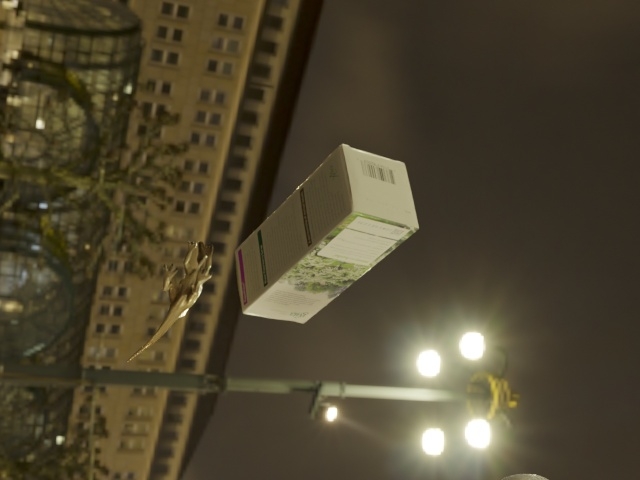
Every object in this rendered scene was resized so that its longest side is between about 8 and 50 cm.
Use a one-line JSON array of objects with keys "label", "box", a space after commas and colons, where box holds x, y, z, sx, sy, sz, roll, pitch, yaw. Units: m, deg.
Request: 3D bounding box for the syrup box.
[{"label": "syrup box", "box": [0.000, 0.000, 1.104, 0.237, 0.093, 0.096, -42, -134, 42]}]

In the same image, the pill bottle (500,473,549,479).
[{"label": "pill bottle", "box": [0.239, 0.364, 1.074, 0.184, 0.103, 0.103, -85, -163, -46]}]

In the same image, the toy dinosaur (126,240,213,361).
[{"label": "toy dinosaur", "box": [-0.159, 0.063, 1.111, 0.092, 0.053, 0.183, 105, 10, -51]}]
